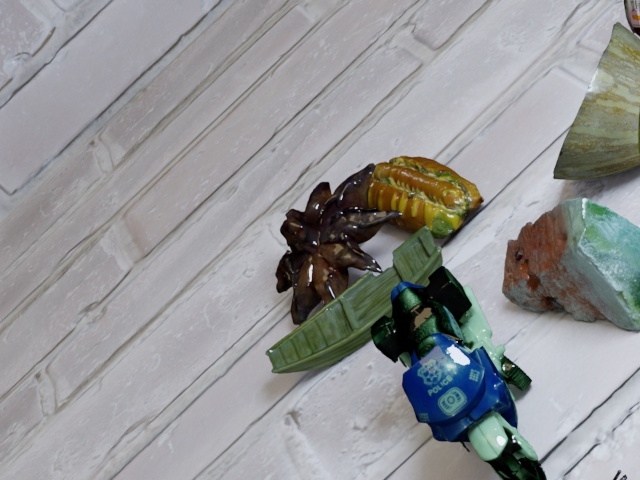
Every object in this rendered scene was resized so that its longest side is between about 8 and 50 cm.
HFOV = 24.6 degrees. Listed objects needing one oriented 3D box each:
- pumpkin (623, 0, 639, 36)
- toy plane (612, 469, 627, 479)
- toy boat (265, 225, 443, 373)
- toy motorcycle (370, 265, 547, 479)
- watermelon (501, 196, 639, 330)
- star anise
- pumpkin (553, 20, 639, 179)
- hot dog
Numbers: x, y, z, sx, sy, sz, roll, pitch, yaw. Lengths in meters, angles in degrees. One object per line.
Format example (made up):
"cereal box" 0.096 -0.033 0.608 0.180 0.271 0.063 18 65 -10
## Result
"pumpkin" 0.514 -0.308 1.835 0.260 0.189 0.260 -16 16 5
"toy plane" 0.280 0.284 1.459 0.121 0.049 0.031 -55 23 17
"toy boat" 0.054 0.095 2.025 0.293 0.055 0.093 -38 37 11
"toy motorcycle" 0.154 0.153 1.657 0.125 0.196 0.331 -40 28 9
"watermelon" 0.291 0.031 1.738 0.094 0.154 0.241 -55 15 -21
"star anise" 0.000 0.000 2.141 0.272 0.102 0.272 -31 47 41
"pumpkin" 0.381 -0.163 1.870 0.110 0.217 0.217 22 62 19
"hot dog" 0.144 -0.068 2.133 0.115 0.072 0.269 -43 25 -15
